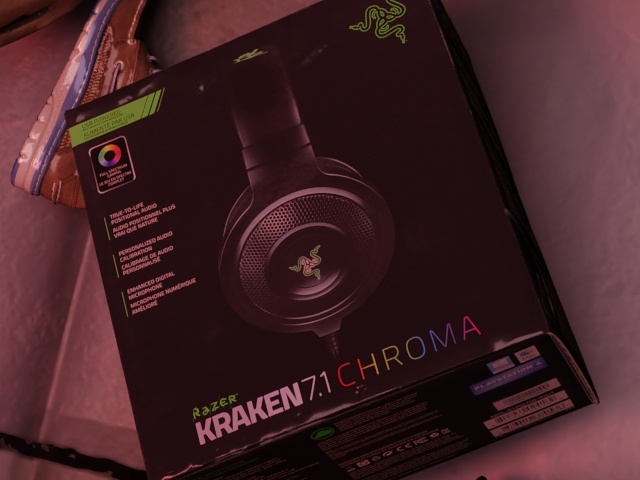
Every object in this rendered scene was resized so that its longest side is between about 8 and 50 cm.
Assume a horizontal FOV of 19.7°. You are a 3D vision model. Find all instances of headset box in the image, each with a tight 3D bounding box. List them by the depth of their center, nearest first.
[{"bbox_3d":[0.000,0.000,1.120,0.246,0.131,0.283,-22,60,10],"label":"headset box"}]

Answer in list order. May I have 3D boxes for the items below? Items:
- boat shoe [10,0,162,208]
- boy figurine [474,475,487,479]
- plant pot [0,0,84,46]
[{"bbox_3d":[-0.139,-0.105,1.239,0.066,0.066,0.183,26,83,-4],"label":"boat shoe"},{"bbox_3d":[-0.012,0.233,1.137,0.285,0.092,0.177,-21,80,7],"label":"boy figurine"},{"bbox_3d":[-0.259,-0.292,1.155,0.334,0.334,0.305,-37,76,6],"label":"plant pot"}]
